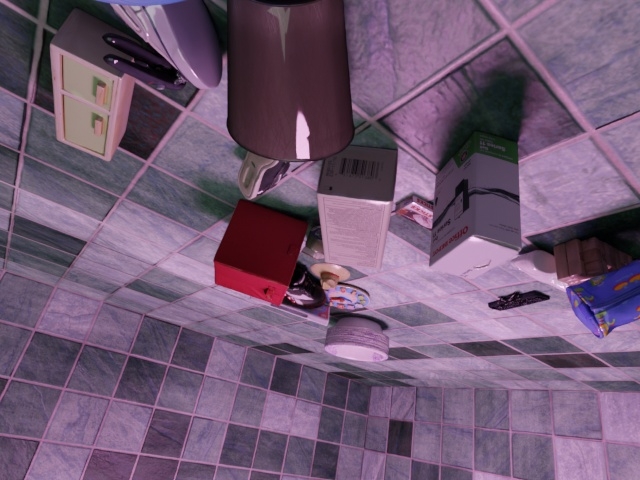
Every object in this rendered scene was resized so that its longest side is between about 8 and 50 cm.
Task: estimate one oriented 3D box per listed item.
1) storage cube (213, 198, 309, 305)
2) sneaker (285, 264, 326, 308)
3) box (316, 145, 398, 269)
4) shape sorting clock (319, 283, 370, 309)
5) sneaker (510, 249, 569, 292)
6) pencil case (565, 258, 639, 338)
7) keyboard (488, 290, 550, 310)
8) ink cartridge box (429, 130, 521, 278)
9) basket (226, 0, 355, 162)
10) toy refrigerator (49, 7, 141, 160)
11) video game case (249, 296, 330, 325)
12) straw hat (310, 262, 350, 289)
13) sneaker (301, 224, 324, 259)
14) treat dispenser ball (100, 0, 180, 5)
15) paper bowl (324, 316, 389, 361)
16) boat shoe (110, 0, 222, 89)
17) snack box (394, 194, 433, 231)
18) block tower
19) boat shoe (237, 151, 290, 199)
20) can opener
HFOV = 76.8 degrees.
[{"bbox_3d":[-0.160,0.038,1.071,0.193,0.215,0.184,20,154,-4],"label":"storage cube"},{"bbox_3d":[-0.072,0.154,1.377,0.276,0.098,0.135,33,147,-28],"label":"sneaker"},{"bbox_3d":[0.079,-0.057,0.880,0.147,0.121,0.311,8,154,6],"label":"box"},{"bbox_3d":[0.083,0.214,1.511,0.206,0.040,0.206,9,154,4],"label":"shape sorting clock"},{"bbox_3d":[0.584,0.083,1.031,0.212,0.080,0.094,26,163,-14],"label":"sneaker"},{"bbox_3d":[0.655,0.077,0.795,0.306,0.119,0.133,-35,150,20],"label":"pencil case"},{"bbox_3d":[0.616,0.204,1.285,0.100,0.038,0.192,20,152,-17],"label":"keyboard"},{"bbox_3d":[0.266,-0.056,0.707,0.086,0.209,0.153,15,153,-7],"label":"ink cartridge box"},{"bbox_3d":[-0.042,-0.239,0.542,0.204,0.154,0.227,9,150,2],"label":"basket"},{"bbox_3d":[-0.400,-0.252,0.713,0.102,0.094,0.269,23,151,-23],"label":"toy refrigerator"},{"bbox_3d":[-0.104,0.230,1.488,0.285,0.025,0.204,19,-175,1],"label":"video game case"},{"bbox_3d":[0.030,0.133,1.348,0.144,0.061,0.144,10,154,5],"label":"straw hat"},{"bbox_3d":[0.000,0.000,1.085,0.064,0.086,0.192,27,-175,5],"label":"sneaker"},{"bbox_3d":[-0.147,-0.318,0.260,0.288,0.288,0.288,9,154,4],"label":"treat dispenser ball"},{"bbox_3d":[0.166,0.436,1.800,0.284,0.148,0.284,9,153,5],"label":"paper bowl"},{"bbox_3d":[-0.228,-0.313,0.524,0.088,0.096,0.267,2,152,26],"label":"boat shoe"},{"bbox_3d":[0.261,-0.049,0.935,0.178,0.022,0.064,23,150,-22],"label":"snack box"},{"bbox_3d":[0.717,0.096,0.966,0.335,0.097,0.091,20,153,-19],"label":"block tower"},{"bbox_3d":[-0.095,-0.168,0.805,0.079,0.084,0.233,-18,164,-35],"label":"boat shoe"},{"bbox_3d":[-0.253,-0.255,0.594,0.073,0.059,0.186,-6,-166,8],"label":"can opener"}]
